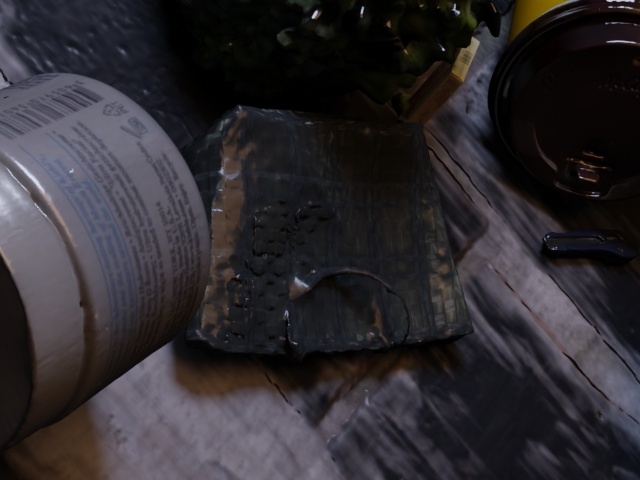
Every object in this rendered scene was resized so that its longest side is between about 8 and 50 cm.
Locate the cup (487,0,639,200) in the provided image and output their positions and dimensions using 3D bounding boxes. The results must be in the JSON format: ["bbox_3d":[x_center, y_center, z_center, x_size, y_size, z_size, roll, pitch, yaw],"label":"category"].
[{"bbox_3d":[0.247,-0.179,1.352,0.196,0.196,0.279,33,38,-21],"label":"cup"}]

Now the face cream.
[{"bbox_3d":[-0.169,0.010,0.840,0.177,0.177,0.153,54,39,2],"label":"face cream"}]

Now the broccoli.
[{"bbox_3d":[0.034,-0.241,1.150,0.281,0.293,0.348,4,22,-36],"label":"broccoli"}]

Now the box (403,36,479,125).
[{"bbox_3d":[0.090,-0.117,1.226,0.015,0.093,0.058,34,44,-9],"label":"box"}]

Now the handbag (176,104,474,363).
[{"bbox_3d":[0.000,0.000,1.082,0.270,0.089,0.175,1,70,-42],"label":"handbag"}]

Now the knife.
[{"bbox_3d":[0.229,0.006,1.323,0.121,0.018,0.031,-1,61,-41],"label":"knife"}]
